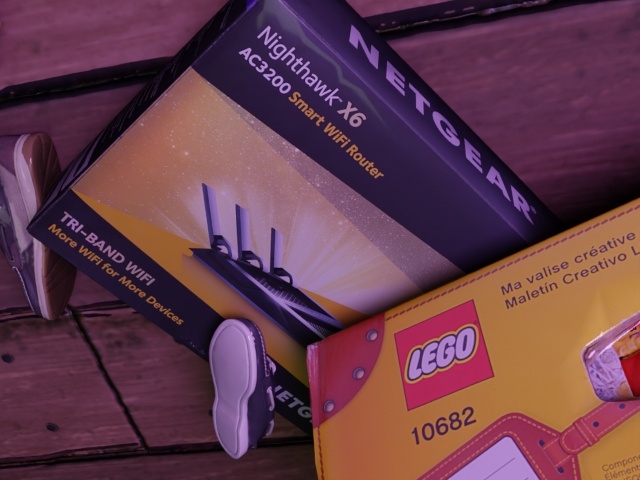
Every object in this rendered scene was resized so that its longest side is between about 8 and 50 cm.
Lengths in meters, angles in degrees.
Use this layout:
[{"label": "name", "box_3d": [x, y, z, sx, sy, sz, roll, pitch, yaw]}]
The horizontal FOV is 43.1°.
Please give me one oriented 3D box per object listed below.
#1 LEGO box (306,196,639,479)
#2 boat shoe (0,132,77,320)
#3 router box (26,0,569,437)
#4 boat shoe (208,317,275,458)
[{"label": "LEGO box", "box_3d": [0.303, 0.126, 0.484, 0.500, 0.193, 0.372, -26, 135, 20]}, {"label": "boat shoe", "box_3d": [-0.215, -0.010, 0.600, 0.049, 0.056, 0.152, 7, 118, 7]}, {"label": "router box", "box_3d": [0.000, 0.000, 0.560, 0.309, 0.081, 0.243, 40, 122, -22]}, {"label": "boat shoe", "box_3d": [-0.050, 0.100, 0.567, 0.046, 0.038, 0.125, 32, 133, 37]}]
